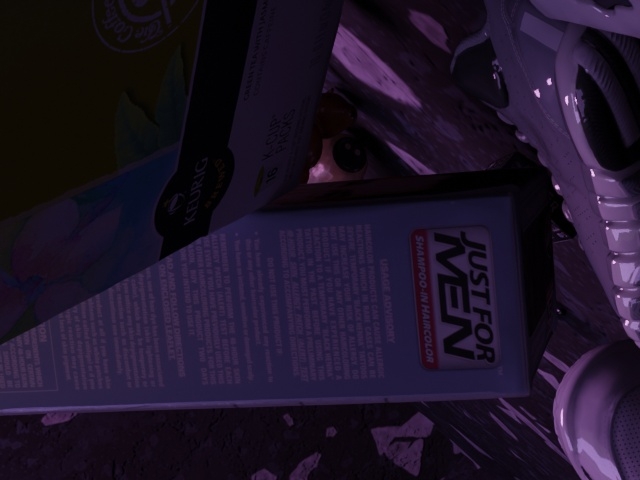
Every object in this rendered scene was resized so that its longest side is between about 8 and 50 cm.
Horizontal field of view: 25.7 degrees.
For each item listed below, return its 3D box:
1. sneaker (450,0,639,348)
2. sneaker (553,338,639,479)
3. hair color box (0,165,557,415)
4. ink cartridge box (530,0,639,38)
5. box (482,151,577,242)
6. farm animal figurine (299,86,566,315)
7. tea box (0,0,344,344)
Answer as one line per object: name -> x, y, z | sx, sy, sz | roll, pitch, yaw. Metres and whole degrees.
sneaker -> 0.130, -0.045, 0.659 | 0.132, 0.086, 0.229 | 42, 166, 44
sneaker -> 0.302, 0.168, 0.783 | 0.365, 0.137, 0.210 | 36, 172, 9
hair color box -> -0.053, 0.028, 0.850 | 0.374, 0.114, 0.185 | -3, -173, 15
ink cartridge box -> 0.062, -0.144, 0.415 | 0.181, 0.061, 0.104 | 46, 173, -29
box -> 0.139, -0.027, 0.945 | 0.067, 0.018, 0.083 | 42, 174, -2
farm animal figurine -> 0.000, 0.000, 1.235 | 0.326, 0.172, 0.330 | -24, 123, 37
tea box -> -0.210, -0.135, 0.663 | 0.329, 0.323, 0.220 | 36, 134, 24
